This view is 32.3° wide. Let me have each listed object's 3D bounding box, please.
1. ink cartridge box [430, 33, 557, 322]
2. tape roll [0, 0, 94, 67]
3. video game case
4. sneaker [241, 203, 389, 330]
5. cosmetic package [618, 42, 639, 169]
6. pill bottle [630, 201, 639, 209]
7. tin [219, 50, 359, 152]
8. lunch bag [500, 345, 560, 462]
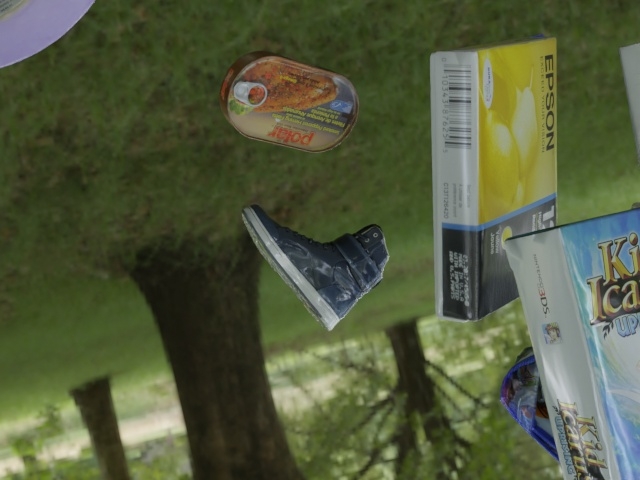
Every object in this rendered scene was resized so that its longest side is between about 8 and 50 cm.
[{"bbox_3d":[0.231,-0.087,1.317,0.072,0.303,0.307,6,-163,36],"label":"ink cartridge box"},{"bbox_3d":[-0.204,-0.178,0.563,0.189,0.080,0.189,-12,143,-9],"label":"tape roll"},{"bbox_3d":[0.282,0.091,0.868,0.270,0.244,0.061,-12,176,-37],"label":"video game case"},{"bbox_3d":[0.000,0.001,1.676,0.163,0.226,0.086,-41,-173,-7],"label":"sneaker"},{"bbox_3d":[0.487,-0.147,1.445,0.138,0.224,0.224,-12,177,21],"label":"cosmetic package"},{"bbox_3d":[0.348,0.090,1.163,0.136,0.245,0.136,11,-167,-3],"label":"pill bottle"},{"bbox_3d":[-0.038,-0.170,1.361,0.190,0.106,0.040,11,-166,-37],"label":"tin"},{"bbox_3d":[0.456,0.213,1.486,0.386,0.238,0.328,11,-172,19],"label":"lunch bag"}]
